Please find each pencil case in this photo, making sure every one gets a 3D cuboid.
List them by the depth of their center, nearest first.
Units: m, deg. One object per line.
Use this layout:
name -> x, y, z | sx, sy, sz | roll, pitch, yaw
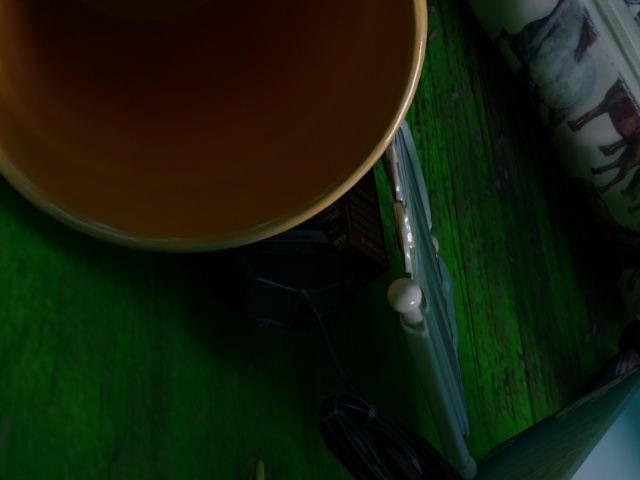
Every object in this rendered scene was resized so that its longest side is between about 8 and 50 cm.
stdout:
pencil case -> 0.207, -0.145, 1.362 | 0.410, 0.160, 0.183 | 64, 11, 18

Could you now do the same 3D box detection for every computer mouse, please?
computer mouse -> -0.005, 0.050, 0.882 | 0.071, 0.041, 0.242 | 4, 42, -41

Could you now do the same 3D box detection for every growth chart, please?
growth chart -> 0.051, 0.008, 0.984 | 0.237, 0.021, 0.172 | -95, 168, -54

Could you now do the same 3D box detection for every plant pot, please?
plant pot -> -0.070, -0.128, 0.879 | 0.205, 0.205, 0.188 | 39, 15, -28

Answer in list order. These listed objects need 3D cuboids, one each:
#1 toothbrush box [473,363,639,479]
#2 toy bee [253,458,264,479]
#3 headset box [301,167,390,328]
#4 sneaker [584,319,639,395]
toothbrush box -> 0.141, 0.208, 0.884 | 0.216, 0.126, 0.295 | 56, 26, 0
toy bee -> -0.001, 0.199, 0.681 | 0.298, 0.162, 0.195 | 30, 65, -18
headset box -> 0.000, 0.000, 0.969 | 0.032, 0.062, 0.083 | 34, 32, -36
sneaker -> 0.230, 0.147, 1.151 | 0.162, 0.106, 0.281 | 36, 21, -23
